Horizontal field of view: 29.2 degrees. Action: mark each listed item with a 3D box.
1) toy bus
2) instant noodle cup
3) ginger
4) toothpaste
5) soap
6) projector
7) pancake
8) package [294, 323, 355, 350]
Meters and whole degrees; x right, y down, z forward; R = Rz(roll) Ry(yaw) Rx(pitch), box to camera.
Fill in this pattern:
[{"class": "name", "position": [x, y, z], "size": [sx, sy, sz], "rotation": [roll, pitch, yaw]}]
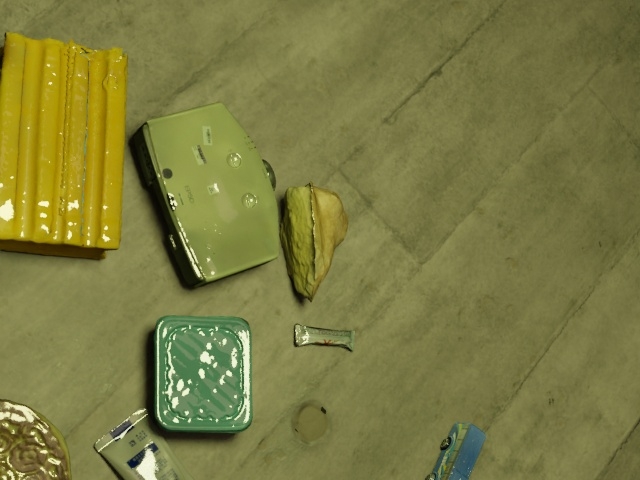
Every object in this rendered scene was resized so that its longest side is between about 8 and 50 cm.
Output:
[{"class": "toy bus", "position": [0.222, 0.377, 2.049], "size": [0.051, 0.061, 0.153], "rotation": [37, 63, -19]}, {"class": "instant noodle cup", "position": [-0.186, 0.206, 1.887], "size": [0.157, 0.070, 0.179], "rotation": [5, 76, -24]}, {"class": "ginger", "position": [-0.002, 0.004, 2.012], "size": [0.122, 0.115, 0.193], "rotation": [0, 89, -42]}, {"class": "toothpaste", "position": [-0.222, 0.381, 1.843], "size": [0.096, 0.061, 0.266], "rotation": [-37, 88, -27]}, {"class": "soap", "position": [-0.401, -0.142, 1.852], "size": [0.204, 0.096, 0.324], "rotation": [8, 74, -25]}, {"class": "projector", "position": [-0.170, -0.076, 1.953], "size": [0.193, 0.088, 0.269], "rotation": [-19, 87, -29]}, {"class": "pancake", "position": [-0.467, 0.344, 1.738], "size": [0.250, 0.031, 0.250], "rotation": [6, 76, -24]}, {"class": "package", "position": [0.008, 0.159, 2.023], "size": [0.110, 0.015, 0.037], "rotation": [7, 75, -23]}]
